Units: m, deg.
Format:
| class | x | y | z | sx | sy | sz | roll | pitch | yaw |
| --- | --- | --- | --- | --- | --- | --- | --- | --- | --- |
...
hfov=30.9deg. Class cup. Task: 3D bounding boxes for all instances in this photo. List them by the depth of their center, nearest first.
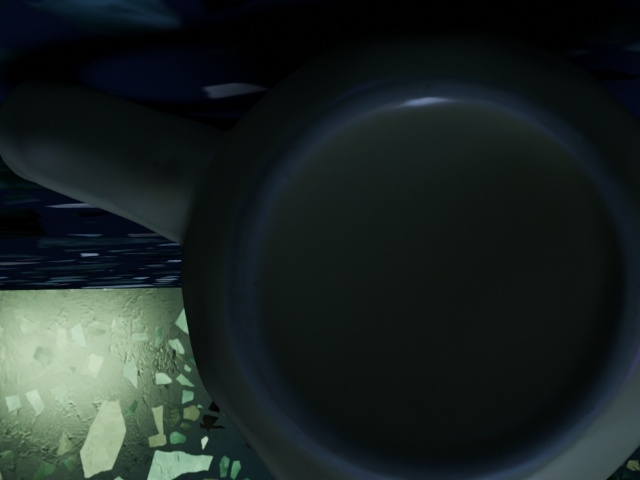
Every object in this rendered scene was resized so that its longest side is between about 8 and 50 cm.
| class | x | y | z | sx | sy | sz | roll | pitch | yaw |
| --- | --- | --- | --- | --- | --- | --- | --- | --- | --- |
| cup | 0.016 | -0.013 | 0.453 | 0.173 | 0.255 | 0.202 | -45 | 174 | 2 |
